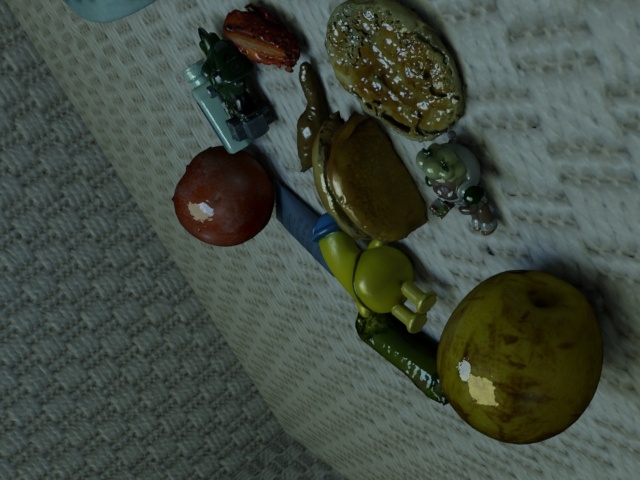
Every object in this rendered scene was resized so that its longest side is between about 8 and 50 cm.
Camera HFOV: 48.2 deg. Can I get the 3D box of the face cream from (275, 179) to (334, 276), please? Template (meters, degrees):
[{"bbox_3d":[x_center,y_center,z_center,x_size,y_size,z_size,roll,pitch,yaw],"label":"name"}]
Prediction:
[{"bbox_3d":[0.000,0.000,1.794,0.385,0.086,0.135,43,147,33],"label":"face cream"}]

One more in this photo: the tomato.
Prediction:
[{"bbox_3d":[-0.243,-0.107,1.865,0.265,0.265,0.265,42,157,23],"label":"tomato"}]

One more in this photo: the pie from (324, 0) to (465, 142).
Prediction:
[{"bbox_3d":[0.116,-0.273,1.159,0.274,0.055,0.274,38,157,20],"label":"pie"}]

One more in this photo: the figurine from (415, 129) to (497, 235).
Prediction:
[{"bbox_3d":[0.225,-0.084,1.182,0.147,0.093,0.197,36,157,59],"label":"figurine"}]

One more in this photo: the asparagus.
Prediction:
[{"bbox_3d":[0.202,0.263,1.755,0.382,0.128,0.108,36,117,38],"label":"asparagus"}]

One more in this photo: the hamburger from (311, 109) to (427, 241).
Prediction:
[{"bbox_3d":[0.072,-0.105,1.377,0.283,0.156,0.144,57,159,-17],"label":"hamburger"}]

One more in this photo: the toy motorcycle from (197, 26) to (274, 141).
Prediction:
[{"bbox_3d":[-0.188,-0.339,1.590,0.187,0.125,0.274,41,160,51],"label":"toy motorcycle"}]

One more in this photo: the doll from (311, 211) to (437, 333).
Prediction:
[{"bbox_3d":[0.097,0.067,1.599,0.363,0.145,0.199,40,121,36],"label":"doll"}]

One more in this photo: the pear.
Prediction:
[{"bbox_3d":[0.324,0.184,1.171,0.281,0.281,0.280,42,157,23],"label":"pear"}]

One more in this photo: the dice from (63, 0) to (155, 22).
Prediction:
[{"bbox_3d":[-0.415,-0.601,1.390,0.268,0.262,0.264,22,152,47],"label":"dice"}]

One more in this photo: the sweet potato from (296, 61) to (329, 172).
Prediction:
[{"bbox_3d":[-0.013,-0.240,1.455,0.075,0.075,0.269,38,144,32],"label":"sweet potato"}]

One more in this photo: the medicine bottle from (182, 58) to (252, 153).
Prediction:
[{"bbox_3d":[-0.250,-0.329,1.749,0.229,0.083,0.121,58,-172,-17],"label":"medicine bottle"}]

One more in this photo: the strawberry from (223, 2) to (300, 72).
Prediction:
[{"bbox_3d":[-0.104,-0.395,1.396,0.188,0.082,0.121,28,170,29],"label":"strawberry"}]

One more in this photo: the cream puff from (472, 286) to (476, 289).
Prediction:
[{"bbox_3d":[0.322,0.124,1.361,0.083,0.058,0.083,58,156,-10],"label":"cream puff"}]
